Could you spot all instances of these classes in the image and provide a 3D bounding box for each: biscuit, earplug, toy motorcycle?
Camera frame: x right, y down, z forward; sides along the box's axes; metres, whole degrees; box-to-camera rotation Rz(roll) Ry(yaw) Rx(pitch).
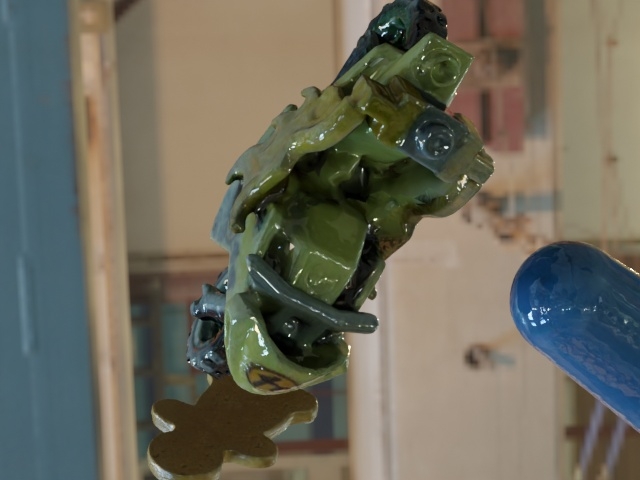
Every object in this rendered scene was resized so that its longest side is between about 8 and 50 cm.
[{"bbox_3d":[-0.111,0.214,1.970,0.158,0.035,0.240,20,-150,23],"label":"biscuit"},{"bbox_3d":[0.281,0.094,1.604,0.273,0.132,0.132,34,171,-29],"label":"earplug"},{"bbox_3d":[0.005,-0.026,1.590,0.168,0.410,0.237,25,-165,-26],"label":"toy motorcycle"}]
